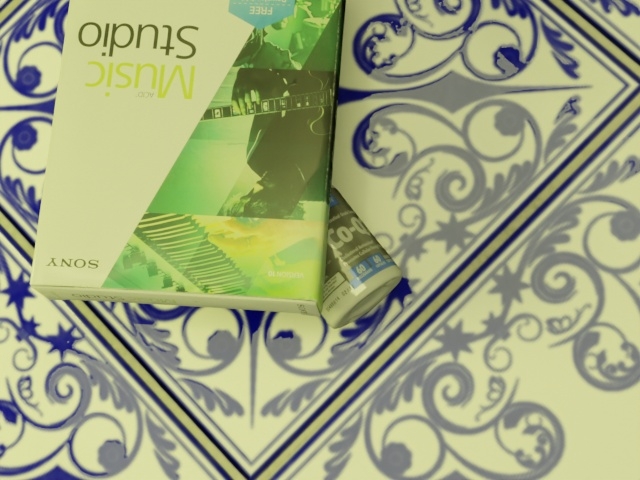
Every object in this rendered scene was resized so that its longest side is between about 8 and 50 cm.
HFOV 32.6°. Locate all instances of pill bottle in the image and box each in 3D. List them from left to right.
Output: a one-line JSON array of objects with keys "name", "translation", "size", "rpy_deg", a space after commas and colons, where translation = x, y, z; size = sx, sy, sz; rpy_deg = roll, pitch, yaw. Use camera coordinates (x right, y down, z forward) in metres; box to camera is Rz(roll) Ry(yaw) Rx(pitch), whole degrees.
[{"name": "pill bottle", "translation": [0.000, 0.000, 0.937], "size": [0.078, 0.078, 0.137], "rpy_deg": [-38, 77, 0]}]

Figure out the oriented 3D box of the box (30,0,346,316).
[{"name": "box", "translation": [-0.101, -0.105, 0.903], "size": [0.232, 0.058, 0.322], "rpy_deg": [3, 77, 6]}]
